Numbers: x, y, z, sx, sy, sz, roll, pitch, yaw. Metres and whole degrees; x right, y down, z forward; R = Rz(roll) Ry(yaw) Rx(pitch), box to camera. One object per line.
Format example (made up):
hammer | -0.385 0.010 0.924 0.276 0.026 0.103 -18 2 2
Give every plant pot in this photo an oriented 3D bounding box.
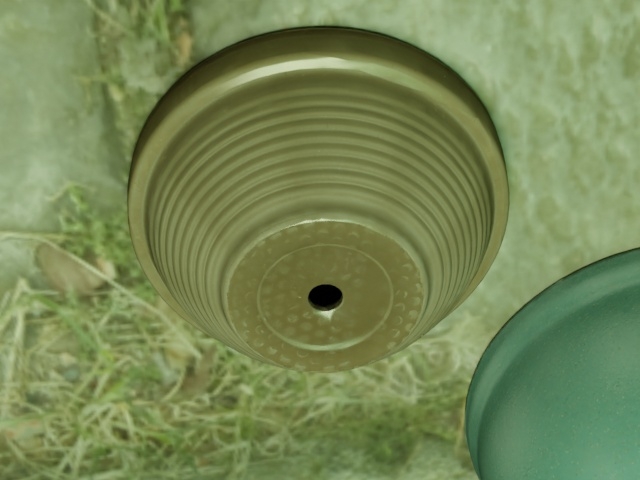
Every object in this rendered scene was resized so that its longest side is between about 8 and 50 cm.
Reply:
plant pot | 0.000 0.000 1.028 0.237 0.109 0.237 -1 127 -2
plant pot | 0.251 0.174 1.120 0.293 0.196 0.293 -2 127 -2
